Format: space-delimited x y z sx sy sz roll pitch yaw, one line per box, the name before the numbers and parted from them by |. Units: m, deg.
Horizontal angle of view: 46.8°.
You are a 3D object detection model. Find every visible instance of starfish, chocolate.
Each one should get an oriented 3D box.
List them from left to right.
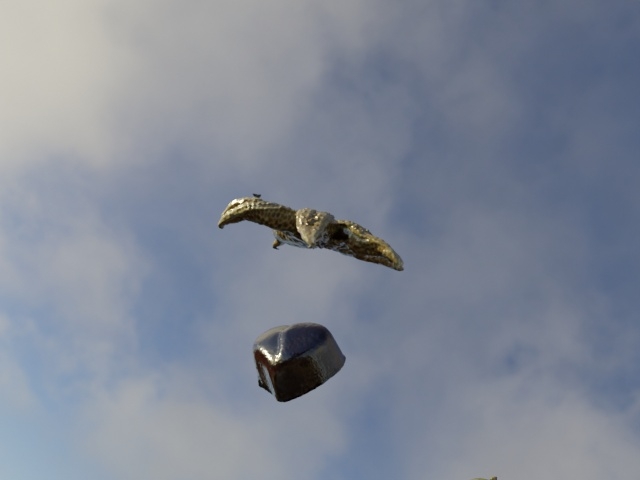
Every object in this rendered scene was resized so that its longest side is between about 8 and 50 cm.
chocolate | -0.051 0.173 1.100 0.149 0.125 0.080 -7 -67 31
starfish | 0.000 0.000 0.866 0.236 0.062 0.277 19 -8 -10

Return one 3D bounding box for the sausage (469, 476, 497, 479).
sausage | 0.263 0.612 1.462 0.123 0.123 0.347 32 -78 8
